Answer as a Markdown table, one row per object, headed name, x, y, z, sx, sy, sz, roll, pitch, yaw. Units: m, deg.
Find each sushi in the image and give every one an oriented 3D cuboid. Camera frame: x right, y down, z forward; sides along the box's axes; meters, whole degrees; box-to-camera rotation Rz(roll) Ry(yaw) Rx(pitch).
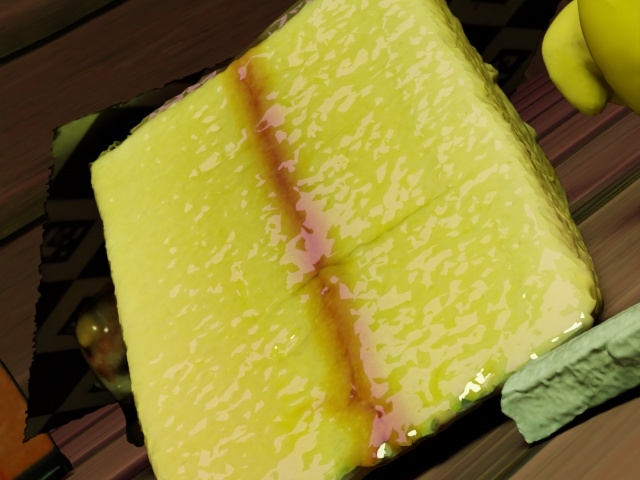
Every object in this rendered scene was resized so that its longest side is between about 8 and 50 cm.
| name | x | y | z | sx | sy | sz | roll | pitch | yaw |
| --- | --- | --- | --- | --- | --- | --- | --- | --- | --- |
| sushi | 0.000 | 0.000 | 0.847 | 0.292 | 0.059 | 0.294 | -23 | -27 | -27 |

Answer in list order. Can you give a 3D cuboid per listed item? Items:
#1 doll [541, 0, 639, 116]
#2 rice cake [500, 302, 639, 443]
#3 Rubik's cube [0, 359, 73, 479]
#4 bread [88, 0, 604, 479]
| name | x | y | z | sx | sy | sz | roll | pitch | yaw |
| --- | --- | --- | --- | --- | --- | --- | --- | --- | --- |
| doll | 0.174 | -0.107 | 0.506 | 0.199 | 0.145 | 0.363 | -45 | 9 | -11 |
| rice cake | 0.094 | 0.019 | 0.418 | 0.121 | 0.021 | 0.022 | -33 | 6 | 38 |
| Rubik's cube | -0.398 | 0.141 | 1.132 | 0.288 | 0.293 | 0.283 | -28 | 2 | 37 |
| bread | 0.028 | 0.040 | 0.635 | 0.168 | 0.163 | 0.264 | -32 | 35 | 10 |
